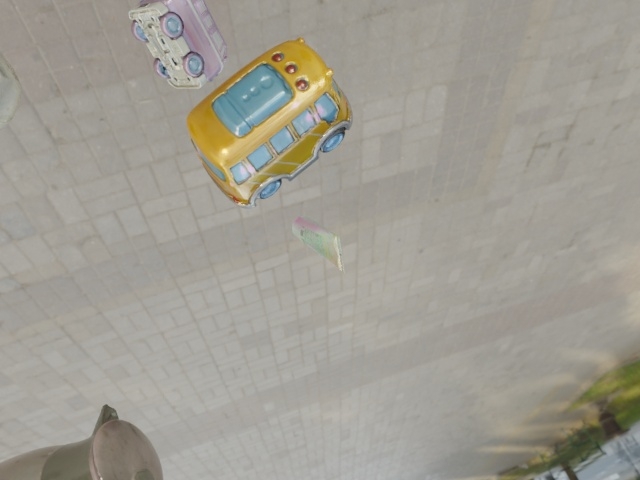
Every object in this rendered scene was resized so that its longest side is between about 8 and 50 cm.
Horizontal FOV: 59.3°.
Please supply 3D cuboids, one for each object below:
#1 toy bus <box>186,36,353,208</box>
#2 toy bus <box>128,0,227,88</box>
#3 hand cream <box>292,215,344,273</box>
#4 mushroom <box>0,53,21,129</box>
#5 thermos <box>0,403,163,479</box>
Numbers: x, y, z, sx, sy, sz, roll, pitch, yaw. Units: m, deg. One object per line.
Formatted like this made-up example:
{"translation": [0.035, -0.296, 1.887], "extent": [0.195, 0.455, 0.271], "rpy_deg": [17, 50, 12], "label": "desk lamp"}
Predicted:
{"translation": [-0.066, -0.153, 0.708], "extent": [0.209, 0.126, 0.136], "rpy_deg": [-38, 162, -2], "label": "toy bus"}
{"translation": [-0.308, -0.453, 1.260], "extent": [0.142, 0.142, 0.203], "rpy_deg": [-53, 135, -29], "label": "toy bus"}
{"translation": [0.000, 0.000, 1.078], "extent": [0.047, 0.174, 0.076], "rpy_deg": [-20, 116, -20], "label": "hand cream"}
{"translation": [-0.425, -0.165, 0.677], "extent": [0.212, 0.088, 0.097], "rpy_deg": [-18, 118, 40], "label": "mushroom"}
{"translation": [-0.191, 0.209, 0.381], "extent": [0.193, 0.137, 0.105], "rpy_deg": [-32, 148, 8], "label": "thermos"}
